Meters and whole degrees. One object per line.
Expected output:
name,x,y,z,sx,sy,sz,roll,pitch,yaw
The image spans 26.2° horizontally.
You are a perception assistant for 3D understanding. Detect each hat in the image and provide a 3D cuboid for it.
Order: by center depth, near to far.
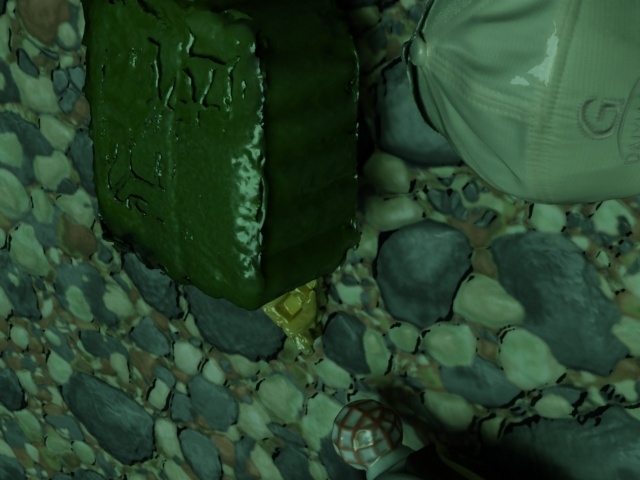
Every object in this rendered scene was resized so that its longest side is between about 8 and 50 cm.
hat,0.173,-0.067,0.752,0.226,0.164,0.219,45,145,38

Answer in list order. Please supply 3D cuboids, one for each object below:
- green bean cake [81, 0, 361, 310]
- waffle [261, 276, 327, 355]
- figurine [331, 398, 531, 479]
green bean cake,-0.071,-0.078,0.945,0.200,0.113,0.214,25,124,40
waffle,0.000,0.000,1.027,0.125,0.032,0.191,48,138,1
figurine,0.062,0.262,1.073,0.370,0.167,0.281,-19,102,56
